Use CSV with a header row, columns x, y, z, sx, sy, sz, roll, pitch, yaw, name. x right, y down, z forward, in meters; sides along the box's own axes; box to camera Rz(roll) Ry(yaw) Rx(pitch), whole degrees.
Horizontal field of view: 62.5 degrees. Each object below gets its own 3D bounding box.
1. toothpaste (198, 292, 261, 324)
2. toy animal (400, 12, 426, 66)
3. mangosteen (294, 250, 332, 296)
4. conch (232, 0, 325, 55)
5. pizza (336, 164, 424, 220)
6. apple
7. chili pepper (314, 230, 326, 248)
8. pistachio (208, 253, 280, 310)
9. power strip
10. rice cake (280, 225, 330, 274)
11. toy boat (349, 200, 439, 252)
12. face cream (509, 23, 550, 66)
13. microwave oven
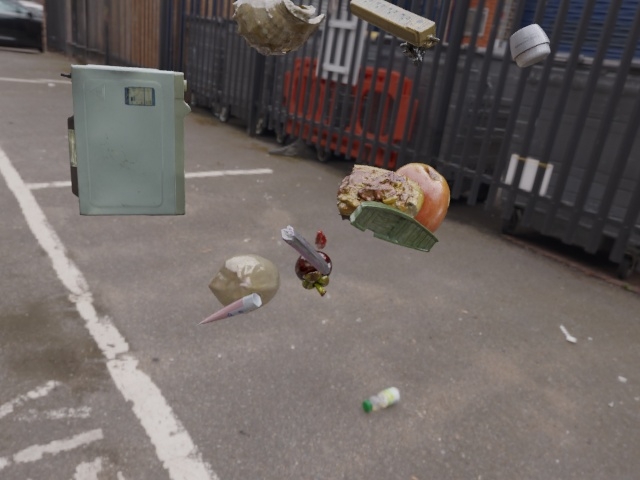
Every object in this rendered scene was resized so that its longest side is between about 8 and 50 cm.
x,y,z,sx,sy,sz,roll,pitch,yaw,name
-0.254,0.198,1.472,0.194,0.043,0.067,-24,-4,24,toothpaste
0.412,-0.882,2.317,0.114,0.245,0.146,1,6,19,toy animal
-0.030,0.131,2.053,0.145,0.181,0.156,-7,-16,39,mangosteen
-0.131,-0.695,1.713,0.324,0.186,0.263,31,32,31,conch
0.174,-0.155,1.692,0.277,0.114,0.409,-14,26,-12,pizza
0.344,-0.145,1.885,0.242,0.241,0.242,22,21,-9,apple
0.001,-0.001,2.277,0.050,0.059,0.191,20,-18,9,chili pepper
-0.258,0.149,1.872,0.226,0.208,0.332,0,5,25,pistachio
0.181,-0.554,1.317,0.064,0.044,0.305,-35,54,-17,power strip
-0.046,0.039,1.801,0.270,0.049,0.055,44,14,-43,rice cake
0.188,-0.037,1.358,0.293,0.093,0.055,19,30,-36,toy boat
0.671,-0.623,1.692,0.117,0.104,0.117,-19,-2,-1,face cream
-0.483,-0.258,1.350,0.286,0.355,0.218,-2,18,-17,microwave oven
